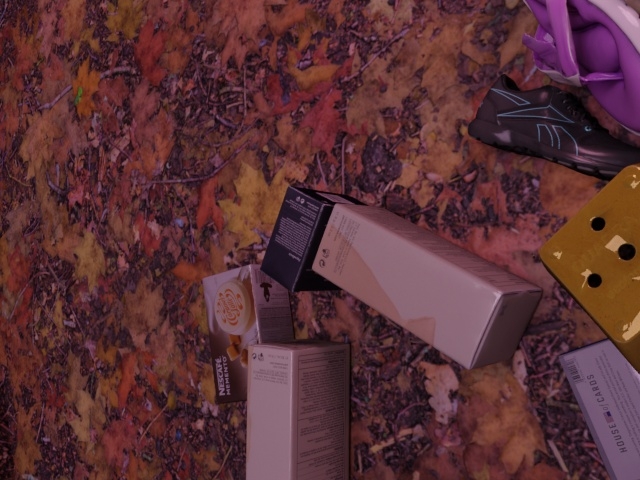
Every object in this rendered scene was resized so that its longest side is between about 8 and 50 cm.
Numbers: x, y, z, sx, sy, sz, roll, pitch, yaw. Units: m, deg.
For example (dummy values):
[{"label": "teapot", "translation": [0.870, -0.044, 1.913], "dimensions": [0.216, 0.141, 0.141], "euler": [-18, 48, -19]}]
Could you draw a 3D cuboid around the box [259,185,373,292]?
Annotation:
[{"label": "box", "translation": [0.000, 0.000, 1.103], "dimensions": [0.093, 0.156, 0.158], "euler": [29, 106, 38]}]

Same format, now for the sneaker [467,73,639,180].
[{"label": "sneaker", "translation": [0.327, -0.155, 0.880], "dimensions": [0.267, 0.101, 0.106], "euler": [28, 102, 37]}]

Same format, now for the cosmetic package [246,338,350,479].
[{"label": "cosmetic package", "translation": [-0.037, 0.332, 1.113], "dimensions": [0.113, 0.160, 0.309], "euler": [-1, 86, 41]}]

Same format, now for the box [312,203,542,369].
[{"label": "box", "translation": [0.154, 0.059, 0.982], "dimensions": [0.311, 0.148, 0.121], "euler": [31, 108, 38]}]

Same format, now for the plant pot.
[{"label": "plant pot", "translation": [0.382, 0.031, 0.740], "dimensions": [0.212, 0.187, 0.212], "euler": [-49, 51, 22]}]

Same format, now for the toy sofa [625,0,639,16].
[{"label": "toy sofa", "translation": [0.496, -0.404, 0.708], "dimensions": [0.150, 0.177, 0.362], "euler": [35, 108, 36]}]

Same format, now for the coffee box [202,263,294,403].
[{"label": "coffee box", "translation": [-0.134, 0.179, 1.240], "dimensions": [0.141, 0.098, 0.246], "euler": [-16, 77, 38]}]

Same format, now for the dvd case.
[{"label": "dvd case", "translation": [0.445, 0.190, 0.807], "dimensions": [0.239, 0.030, 0.179], "euler": [-31, 69, 35]}]

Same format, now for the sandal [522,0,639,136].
[{"label": "sandal", "translation": [0.312, -0.280, 0.855], "dimensions": [0.102, 0.169, 0.416], "euler": [-25, 57, 7]}]
